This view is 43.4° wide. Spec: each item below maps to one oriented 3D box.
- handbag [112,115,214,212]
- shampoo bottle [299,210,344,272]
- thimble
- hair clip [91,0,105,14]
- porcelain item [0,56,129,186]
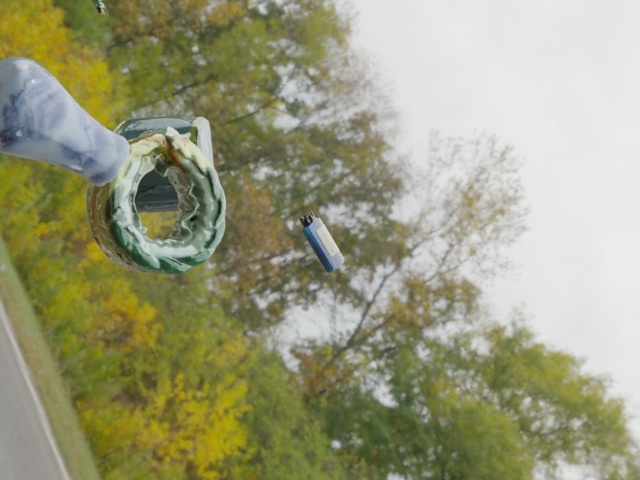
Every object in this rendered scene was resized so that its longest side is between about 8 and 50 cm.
[{"bbox_3d":[-0.423,-0.207,2.197,0.222,0.241,0.263,-84,174,-67],"label":"handbag"},{"bbox_3d":[0.000,0.000,2.327,0.050,0.087,0.183,-26,-82,37],"label":"shampoo bottle"},{"bbox_3d":[-0.321,-0.076,1.582,0.167,0.254,0.288,6,-82,56],"label":"thimble"},{"bbox_3d":[-0.653,-0.713,2.304,0.173,0.049,0.049,52,-20,27],"label":"hair clip"},{"bbox_3d":[-0.408,-0.173,1.179,0.259,0.141,0.141,33,13,-45],"label":"porcelain item"}]
